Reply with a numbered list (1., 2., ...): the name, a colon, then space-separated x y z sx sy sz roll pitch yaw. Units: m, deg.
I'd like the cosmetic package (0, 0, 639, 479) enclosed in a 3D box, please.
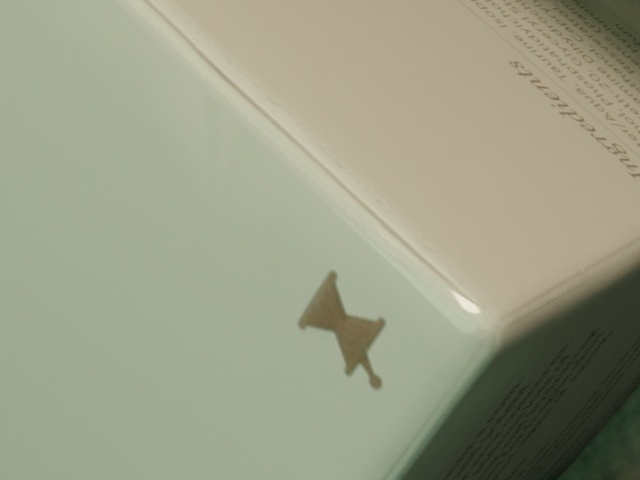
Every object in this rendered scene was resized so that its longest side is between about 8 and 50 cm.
1. cosmetic package: 0.000 0.000 0.791 0.327 0.393 0.329 44 124 19
